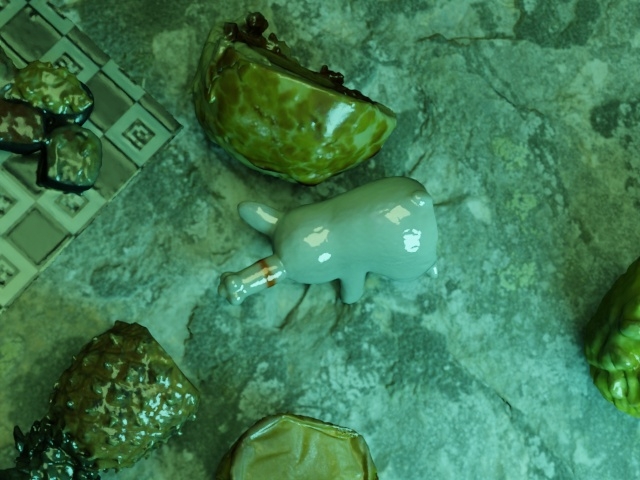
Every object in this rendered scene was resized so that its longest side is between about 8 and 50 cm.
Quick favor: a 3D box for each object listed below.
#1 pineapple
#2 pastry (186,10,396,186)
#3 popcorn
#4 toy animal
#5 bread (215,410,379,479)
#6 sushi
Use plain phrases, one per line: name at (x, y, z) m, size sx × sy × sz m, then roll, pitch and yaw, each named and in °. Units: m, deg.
pineapple at (-0.276, 0.227, 1.636) m, size 0.279 × 0.158 × 0.158 m, roll -43°, pitch 90°, yaw -8°
pastry at (-0.044, -0.154, 1.745) m, size 0.256 × 0.237 × 0.170 m, roll 28°, pitch 104°, yaw -13°
popcorn at (0.456, 0.126, 1.785) m, size 0.225 × 0.249 × 0.249 m, roll 26°, pitch 71°, yaw 5°
toy animal at (0.009, 0.002, 1.770) m, size 0.282 × 0.138 × 0.140 m, roll -15°, pitch 71°, yaw 6°
bread at (-0.032, 0.304, 1.689) m, size 0.199 × 0.104 × 0.199 m, roll 5°, pitch 72°, yaw -17°
sushi at (-0.402, -0.144, 1.723) m, size 0.343 × 0.064 × 0.359 m, roll 43°, pitch 71°, yaw -1°
